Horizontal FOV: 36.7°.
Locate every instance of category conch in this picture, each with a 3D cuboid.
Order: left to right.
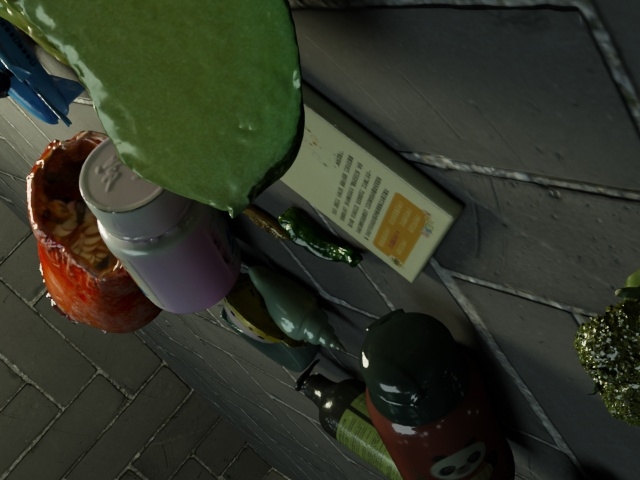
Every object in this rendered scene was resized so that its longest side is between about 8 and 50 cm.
[{"bbox_3d":[-0.026,0.093,1.335,0.180,0.088,0.065,44,121,13],"label":"conch"}]

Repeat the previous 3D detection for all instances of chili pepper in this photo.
[{"bbox_3d":[-0.349,-0.001,1.485,0.305,0.229,0.251,93,162,-69],"label":"chili pepper"},{"bbox_3d":[0.002,0.005,1.083,0.118,0.035,0.055,36,180,28],"label":"chili pepper"}]

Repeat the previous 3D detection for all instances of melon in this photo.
[{"bbox_3d":[-0.154,-0.181,0.674,0.343,0.226,0.331,32,154,-17],"label":"melon"}]

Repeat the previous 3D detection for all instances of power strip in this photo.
[{"bbox_3d":[-0.076,0.145,1.565,0.167,0.054,0.253,40,163,-8],"label":"power strip"}]

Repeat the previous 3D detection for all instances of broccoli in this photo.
[{"bbox_3d":[0.234,0.068,0.626,0.130,0.131,0.120,38,-153,-38],"label":"broccoli"}]

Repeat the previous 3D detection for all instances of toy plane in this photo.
[{"bbox_3d":[-0.428,-0.250,1.265,0.271,0.105,0.254,41,178,-15],"label":"toy plane"}]

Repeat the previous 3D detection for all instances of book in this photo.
[{"bbox_3d":[-0.008,-0.081,0.911,0.295,0.020,0.208,38,163,7],"label":"book"}]

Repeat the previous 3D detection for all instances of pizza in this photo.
[{"bbox_3d":[-0.066,-0.019,1.196,0.083,0.016,0.037,33,168,19],"label":"pizza"}]

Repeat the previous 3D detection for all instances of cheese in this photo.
[{"bbox_3d":[-0.111,0.072,1.410,0.250,0.064,0.156,47,-165,22],"label":"cheese"}]

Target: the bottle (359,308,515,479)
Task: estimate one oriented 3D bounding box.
[{"bbox_3d":[0.130,0.205,1.121,0.144,0.144,0.336,28,158,36],"label":"bottle"}]

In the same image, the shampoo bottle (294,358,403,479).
[{"bbox_3d":[0.074,0.286,1.509,0.283,0.101,0.101,31,160,29],"label":"shampoo bottle"}]

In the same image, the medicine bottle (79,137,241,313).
[{"bbox_3d":[-0.205,-0.021,1.262,0.152,0.152,0.254,31,159,29],"label":"medicine bottle"}]
